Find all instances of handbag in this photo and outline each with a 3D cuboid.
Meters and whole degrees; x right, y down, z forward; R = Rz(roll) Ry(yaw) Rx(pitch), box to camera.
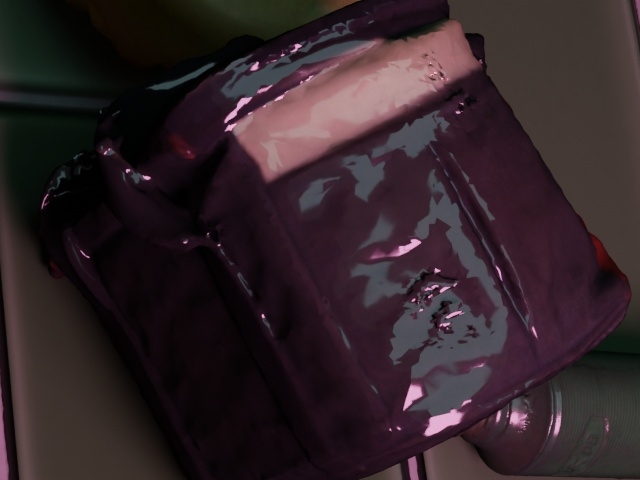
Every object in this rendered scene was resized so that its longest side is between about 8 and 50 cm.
[{"bbox_3d":[0.000,0.000,0.729,0.181,0.254,0.181,-30,89,-25],"label":"handbag"}]

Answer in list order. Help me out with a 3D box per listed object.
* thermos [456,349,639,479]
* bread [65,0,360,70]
[{"bbox_3d":[0.145,0.086,0.908,0.188,0.073,0.083,7,72,-31],"label":"thermos"},{"bbox_3d":[-0.041,-0.159,0.849,0.213,0.105,0.213,13,67,-33],"label":"bread"}]
